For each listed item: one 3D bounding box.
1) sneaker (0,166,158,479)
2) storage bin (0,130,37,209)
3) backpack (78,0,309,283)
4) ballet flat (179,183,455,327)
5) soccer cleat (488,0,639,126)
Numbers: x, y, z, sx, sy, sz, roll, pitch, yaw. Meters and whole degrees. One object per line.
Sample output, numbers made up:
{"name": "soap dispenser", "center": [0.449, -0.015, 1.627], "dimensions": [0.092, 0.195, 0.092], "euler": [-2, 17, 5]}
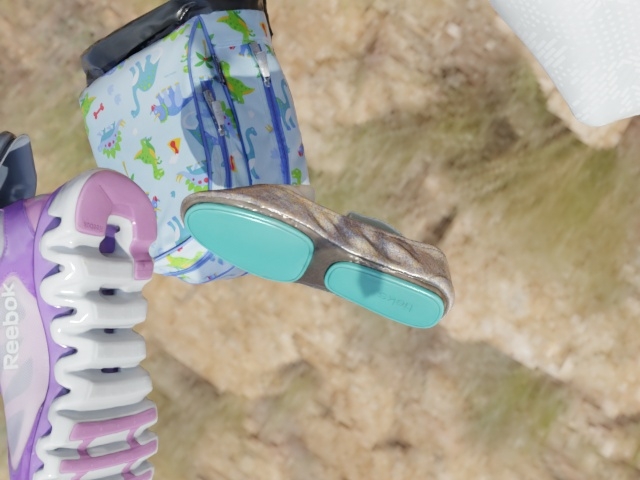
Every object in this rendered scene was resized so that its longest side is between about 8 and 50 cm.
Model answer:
{"name": "sneaker", "center": [-0.160, 0.076, 0.861], "dimensions": [0.105, 0.236, 0.095], "euler": [-1, 175, 30]}
{"name": "storage bin", "center": [-0.250, -0.011, 0.919], "dimensions": [0.091, 0.135, 0.098], "euler": [19, 151, 7]}
{"name": "backpack", "center": [-0.156, -0.120, 1.842], "dimensions": [0.290, 0.273, 0.355], "euler": [-21, 95, 36]}
{"name": "ballet flat", "center": [0.000, 0.000, 1.587], "dimensions": [0.316, 0.106, 0.107], "euler": [24, 135, -11]}
{"name": "soccer cleat", "center": [0.115, -0.171, 0.717], "dimensions": [0.116, 0.331, 0.143], "euler": [-16, 120, 15]}
